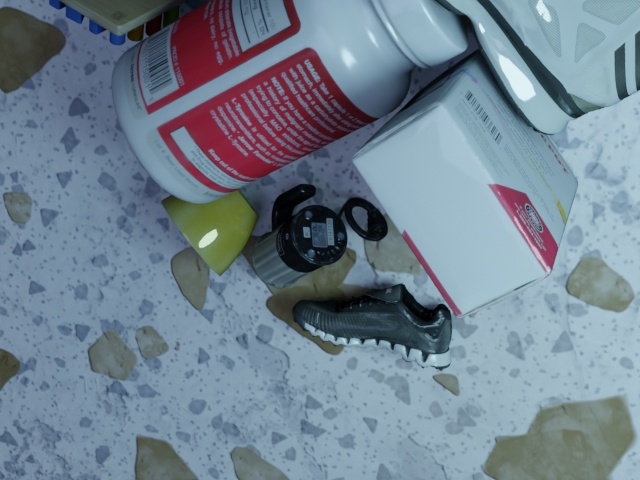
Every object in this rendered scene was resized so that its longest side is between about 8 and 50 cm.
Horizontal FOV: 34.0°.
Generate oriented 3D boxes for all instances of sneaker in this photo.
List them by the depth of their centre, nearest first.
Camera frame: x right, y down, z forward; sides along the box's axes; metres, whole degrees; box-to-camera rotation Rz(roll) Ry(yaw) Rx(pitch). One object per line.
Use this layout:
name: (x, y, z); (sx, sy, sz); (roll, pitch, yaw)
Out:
sneaker: (0.251, -0.334, 1.141); (0.258, 0.169, 0.447); (-23, 124, 35)
sneaker: (0.079, 0.102, 1.468); (0.234, 0.078, 0.106); (14, 110, 8)

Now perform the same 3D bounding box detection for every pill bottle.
pill bottle: (-0.038, -0.222, 1.298); (0.408, 0.229, 0.229); (-24, 101, 24)

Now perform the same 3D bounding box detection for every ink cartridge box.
ink cartridge box: (0.183, -0.079, 1.237); (0.131, 0.306, 0.226); (-32, 97, 26)

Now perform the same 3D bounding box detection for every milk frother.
milk frother: (0.000, 0.000, 1.447); (0.143, 0.129, 0.135); (22, 156, -21)

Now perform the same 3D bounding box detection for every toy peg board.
toy peg board: (-0.268, -0.312, 1.371); (0.161, 0.161, 0.079); (32, 138, 19)

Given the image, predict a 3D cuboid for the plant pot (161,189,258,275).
plant pot: (-0.145, -0.032, 1.470); (0.095, 0.134, 0.134); (-38, 95, -1)

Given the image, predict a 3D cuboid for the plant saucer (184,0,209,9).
plant saucer: (-0.144, -0.362, 1.394); (0.119, 0.021, 0.119); (6, 112, 15)
